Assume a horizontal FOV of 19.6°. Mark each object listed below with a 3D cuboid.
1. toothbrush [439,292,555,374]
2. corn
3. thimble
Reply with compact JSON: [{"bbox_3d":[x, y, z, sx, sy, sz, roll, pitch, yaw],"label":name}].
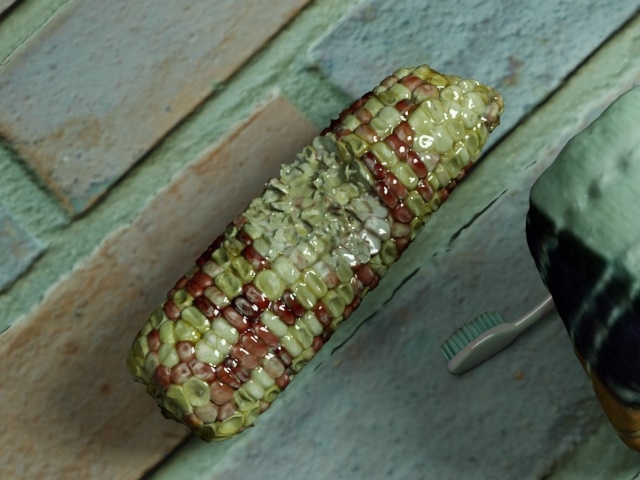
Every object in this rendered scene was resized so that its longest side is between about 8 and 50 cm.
[{"bbox_3d":[0.182,-0.006,1.117,0.269,0.021,0.027,-37,62,0],"label":"toothbrush"},{"bbox_3d":[0.000,0.000,1.144,0.290,0.098,0.098,-48,57,-7],"label":"corn"},{"bbox_3d":[0.236,0.004,0.979,0.237,0.237,0.150,-27,61,7],"label":"thimble"}]
